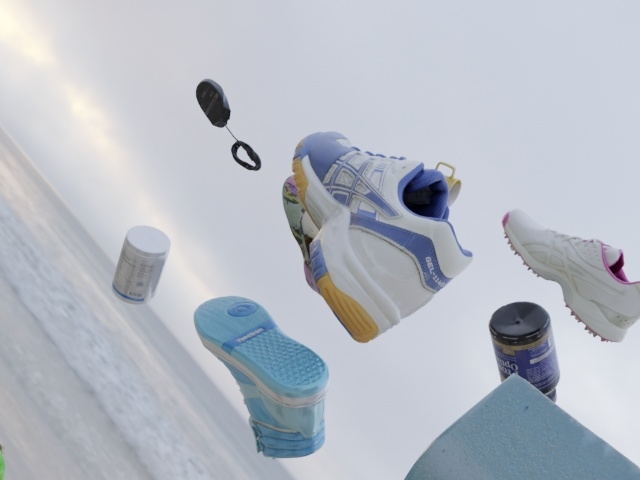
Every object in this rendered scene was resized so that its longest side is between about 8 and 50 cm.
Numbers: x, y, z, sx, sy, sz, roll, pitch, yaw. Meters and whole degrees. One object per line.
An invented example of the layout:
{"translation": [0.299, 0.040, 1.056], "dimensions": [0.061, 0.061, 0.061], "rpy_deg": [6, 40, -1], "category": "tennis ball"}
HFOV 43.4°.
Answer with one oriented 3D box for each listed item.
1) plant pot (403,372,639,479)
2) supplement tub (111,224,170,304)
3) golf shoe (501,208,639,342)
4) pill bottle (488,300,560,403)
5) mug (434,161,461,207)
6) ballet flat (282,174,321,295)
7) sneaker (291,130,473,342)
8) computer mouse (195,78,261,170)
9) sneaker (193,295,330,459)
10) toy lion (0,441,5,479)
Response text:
{"translation": [0.222, 0.357, 0.928], "dimensions": [0.247, 0.252, 0.248], "rpy_deg": [66, -12, -25], "category": "plant pot"}
{"translation": [-0.274, 0.038, 1.226], "dimensions": [0.071, 0.071, 0.107], "rpy_deg": [43, -54, 29], "category": "supplement tub"}
{"translation": [0.454, 0.034, 1.422], "dimensions": [0.115, 0.140, 0.306], "rpy_deg": [-1, 45, -52], "category": "golf shoe"}
{"translation": [0.419, 0.242, 1.632], "dimensions": [0.123, 0.123, 0.219], "rpy_deg": [33, -32, 54], "category": "pill bottle"}
{"translation": [0.233, -0.108, 1.549], "dimensions": [0.064, 0.078, 0.062], "rpy_deg": [29, 3, 26], "category": "mug"}
{"translation": [0.000, 0.000, 1.239], "dimensions": [0.079, 0.077, 0.221], "rpy_deg": [39, -31, 50], "category": "ballet flat"}
{"translation": [0.057, -0.029, 0.748], "dimensions": [0.112, 0.131, 0.296], "rpy_deg": [52, 13, -34], "category": "sneaker"}
{"translation": [-0.183, -0.238, 1.652], "dimensions": [0.071, 0.041, 0.242], "rpy_deg": [-47, -112, 39], "category": "computer mouse"}
{"translation": [-0.103, 0.234, 1.301], "dimensions": [0.319, 0.127, 0.208], "rpy_deg": [35, -44, 48], "category": "sneaker"}
{"translation": [-0.559, 0.397, 1.336], "dimensions": [0.034, 0.100, 0.096], "rpy_deg": [14, 47, -59], "category": "toy lion"}
